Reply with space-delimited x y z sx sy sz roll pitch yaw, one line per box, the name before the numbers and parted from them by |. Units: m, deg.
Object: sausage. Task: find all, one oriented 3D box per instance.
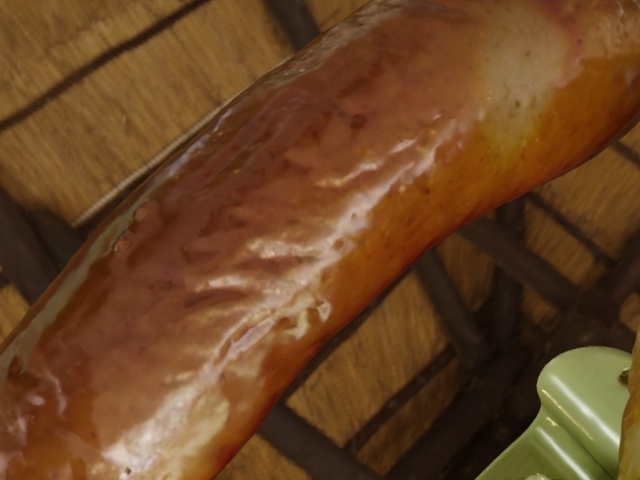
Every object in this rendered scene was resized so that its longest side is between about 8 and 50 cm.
sausage | -0.001 -0.004 0.374 0.302 0.103 0.076 -42 -133 -17

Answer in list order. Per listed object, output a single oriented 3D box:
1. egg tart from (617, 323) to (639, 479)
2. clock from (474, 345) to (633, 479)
egg tart | 0.171 0.055 0.392 0.123 0.294 0.294 9 -126 4
clock | 0.116 0.248 0.601 0.348 0.117 0.286 -39 -132 -5
